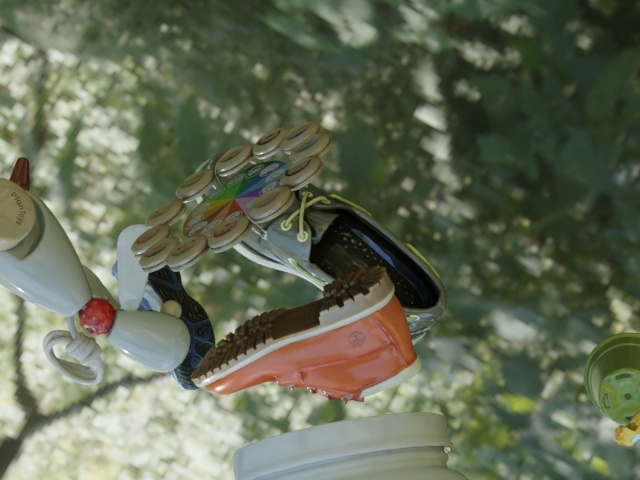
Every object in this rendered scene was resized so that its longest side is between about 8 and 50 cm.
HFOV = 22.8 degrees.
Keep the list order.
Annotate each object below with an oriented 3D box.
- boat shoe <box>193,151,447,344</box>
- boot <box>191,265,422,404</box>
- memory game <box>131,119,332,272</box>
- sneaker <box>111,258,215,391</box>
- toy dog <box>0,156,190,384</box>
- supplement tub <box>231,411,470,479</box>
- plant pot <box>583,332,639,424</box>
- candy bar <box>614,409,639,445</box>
[{"bbox_3d":[0.002,-0.003,1.689,0.305,0.109,0.091,36,152,-1],"label":"boat shoe"},{"bbox_3d":[-0.009,0.085,1.082,0.084,0.158,0.059,61,-160,-20],"label":"boot"},{"bbox_3d":[-0.071,-0.036,1.249,0.012,0.186,0.186,57,160,-22],"label":"memory game"},{"bbox_3d":[-0.204,0.099,2.057,0.080,0.211,0.081,-13,166,-46],"label":"sneaker"},{"bbox_3d":[-0.302,0.019,1.925,0.220,0.161,0.333,-11,135,40],"label":"toy dog"},{"bbox_3d":[0.046,0.339,1.435,0.241,0.331,0.241,-10,165,-3],"label":"supplement tub"},{"bbox_3d":[0.273,0.130,1.403,0.083,0.083,0.079,28,-167,7],"label":"plant pot"},{"bbox_3d":[0.265,0.107,1.152,0.018,0.161,0.040,51,137,13],"label":"candy bar"}]
